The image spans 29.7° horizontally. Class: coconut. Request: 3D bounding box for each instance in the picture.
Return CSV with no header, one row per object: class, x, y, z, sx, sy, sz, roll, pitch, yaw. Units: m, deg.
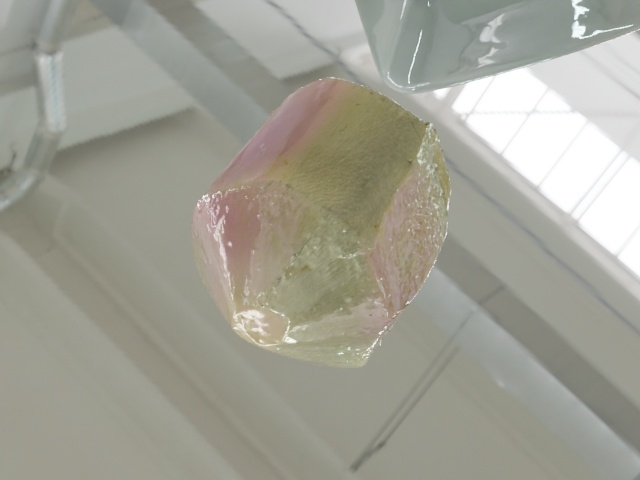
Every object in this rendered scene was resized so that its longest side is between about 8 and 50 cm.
coconut,0.000,0.000,1.118,0.233,0.233,0.245,32,-122,0

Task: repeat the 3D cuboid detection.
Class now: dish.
dish,0.069,-0.196,0.550,0.154,0.064,0.234,-18,-108,5
